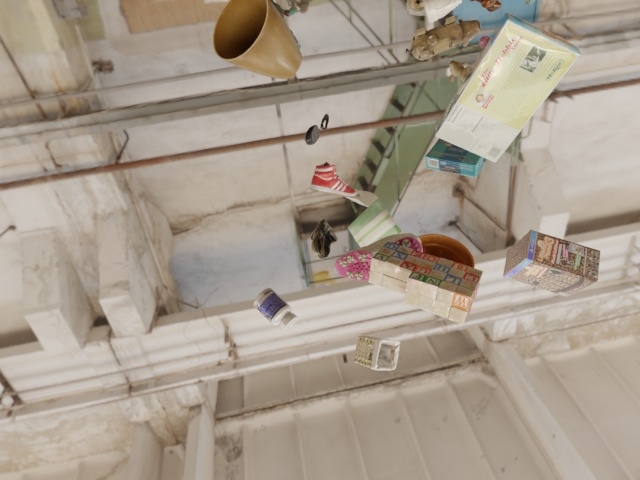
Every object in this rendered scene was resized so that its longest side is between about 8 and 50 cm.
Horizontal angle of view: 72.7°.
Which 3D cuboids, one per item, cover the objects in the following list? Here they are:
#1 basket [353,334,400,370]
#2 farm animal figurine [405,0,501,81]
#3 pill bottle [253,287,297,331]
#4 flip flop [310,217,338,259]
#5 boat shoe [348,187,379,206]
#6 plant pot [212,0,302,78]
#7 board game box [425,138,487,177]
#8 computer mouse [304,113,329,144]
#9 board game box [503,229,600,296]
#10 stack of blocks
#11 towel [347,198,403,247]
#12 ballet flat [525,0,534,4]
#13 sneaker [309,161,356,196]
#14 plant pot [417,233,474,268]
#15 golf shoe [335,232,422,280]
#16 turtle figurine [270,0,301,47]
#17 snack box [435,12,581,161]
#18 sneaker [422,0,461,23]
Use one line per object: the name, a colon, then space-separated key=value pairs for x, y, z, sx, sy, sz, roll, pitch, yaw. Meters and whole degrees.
basket: x=0.212 y=0.419 z=1.634 sx=0.103 sy=0.114 sz=0.167 roll=6 pitch=170 yaw=37
farm animal figurine: x=0.442 y=-0.642 z=1.413 sx=0.326 sy=0.331 sz=0.172 roll=3 pitch=-163 yaw=13
pill bottle: x=-0.194 y=0.307 z=1.912 sx=0.186 sy=0.112 sz=0.112 roll=40 pitch=-129 yaw=20
flip flop: x=0.000 y=0.000 z=1.685 sx=0.080 sy=0.112 sz=0.277 roll=-29 pitch=-163 yaw=23
boat shoe: x=0.189 y=-0.187 z=1.956 sx=0.184 sy=0.066 sz=0.063 roll=16 pitch=178 yaw=26
plant pot: x=-0.181 y=-0.648 z=1.443 sx=0.237 sy=0.237 sz=0.254 roll=20 pitch=-179 yaw=37
board game box: x=0.707 y=-0.461 z=2.132 sx=0.253 sy=0.079 sz=0.336 roll=20 pitch=-123 yaw=34
computer mouse: x=-0.017 y=-0.478 z=1.855 sx=0.041 sy=0.071 sz=0.242 roll=6 pitch=-142 yaw=22
board game box: x=0.978 y=0.102 z=1.858 sx=0.290 sy=0.232 sz=0.141 roll=18 pitch=-113 yaw=7
stack of blocks: x=0.294 y=0.113 z=1.253 sx=0.297 sy=0.087 sz=0.171 roll=18 pitch=-150 yaw=24
towel: x=0.258 y=0.024 z=1.708 sx=0.038 sy=0.248 sz=0.325 roll=-30 pitch=-99 yaw=-36
ballet flat: x=0.650 y=-0.778 z=1.236 sx=0.068 sy=0.213 sz=0.072 roll=47 pitch=-160 yaw=12
sneaker: x=0.035 y=-0.134 z=0.956 sx=0.118 sy=0.067 sz=0.042 roll=6 pitch=-172 yaw=-34
plant pot: x=0.499 y=0.142 z=1.905 sx=0.290 sy=0.204 sz=0.291 roll=2 pitch=-135 yaw=-2
golf shoe: x=0.201 y=0.052 z=1.485 sx=0.306 sy=0.115 sz=0.140 roll=-15 pitch=-165 yaw=20
turtle figurine: x=-0.162 y=-0.809 z=1.615 sx=0.175 sy=0.234 sz=0.118 roll=-20 pitch=172 yaw=25
snack box: x=0.449 y=-0.365 z=1.086 sx=0.187 sy=0.322 sz=0.060 roll=23 pitch=-135 yaw=-4
sneaker: x=0.290 y=-0.596 z=1.038 sx=0.094 sy=0.080 sz=0.212 roll=-15 pitch=-129 yaw=22
